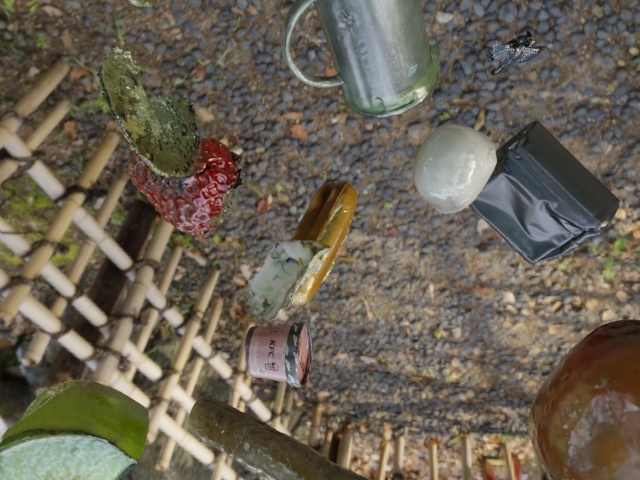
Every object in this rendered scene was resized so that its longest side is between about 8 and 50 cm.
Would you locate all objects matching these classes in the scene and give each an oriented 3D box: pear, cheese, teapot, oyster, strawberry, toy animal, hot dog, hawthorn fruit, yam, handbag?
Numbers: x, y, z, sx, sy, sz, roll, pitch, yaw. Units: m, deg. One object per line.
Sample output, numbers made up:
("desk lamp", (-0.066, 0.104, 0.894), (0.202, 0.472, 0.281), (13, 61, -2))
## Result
("pear", (-0.390, 0.307, 0.941), (0.159, 0.292, 0.292), (41, 129, -12))
("cheese", (0.285, -0.163, 1.349), (0.155, 0.189, 0.198), (31, 97, 18))
("teapot", (0.064, -0.359, 1.052), (0.271, 0.200, 0.337), (-30, 136, -3))
("oyster", (-0.065, 0.067, 1.182), (0.072, 0.133, 0.209), (10, 114, -42))
("strawberry", (-0.332, -0.150, 1.499), (0.253, 0.150, 0.280), (-43, 91, 21))
("toy animal", (0.398, -0.390, 1.291), (0.108, 0.220, 0.062), (-13, 91, 44))
("hot dog", (0.000, 0.000, 1.412), (0.100, 0.337, 0.135), (37, 157, -25))
("hawthorn fruit", (0.235, 0.121, 0.473), (0.149, 0.188, 0.149), (8, 167, 2))
("yam", (-0.064, 0.317, 0.899), (0.357, 0.081, 0.081), (14, 141, 39))
("handbag", (0.532, -0.113, 1.528), (0.302, 0.178, 0.275), (44, 152, 2))

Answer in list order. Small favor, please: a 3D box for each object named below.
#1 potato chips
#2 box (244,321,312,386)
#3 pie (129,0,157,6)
("potato chips", (-0.273, -0.208, 1.020), (0.029, 0.201, 0.220), (-17, 141, 29))
("box", (-0.099, 0.263, 1.457), (0.135, 0.151, 0.151), (2, 133, 13))
("pie", (-0.359, -0.491, 1.219), (0.084, 0.084, 0.020), (40, 130, -24))
